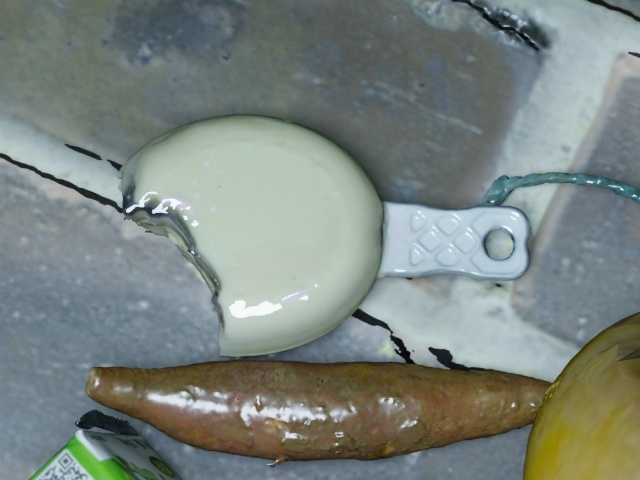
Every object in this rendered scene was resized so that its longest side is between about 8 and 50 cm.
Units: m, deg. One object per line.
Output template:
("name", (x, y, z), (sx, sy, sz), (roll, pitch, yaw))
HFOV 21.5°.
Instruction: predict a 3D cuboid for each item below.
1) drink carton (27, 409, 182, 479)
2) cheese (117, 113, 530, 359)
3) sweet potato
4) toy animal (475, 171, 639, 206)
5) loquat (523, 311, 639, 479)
("drink carton", (-0.074, 0.229, 0.963), (0.271, 0.161, 0.108), (44, 90, 11))
("cheese", (0.002, -0.020, 1.093), (0.249, 0.071, 0.163), (-17, 74, -5))
("sweet potato", (0.011, 0.110, 1.058), (0.314, 0.066, 0.072), (3, 72, -1))
("toy animal", (0.226, 0.006, 1.091), (0.253, 0.070, 0.079), (31, 60, 12))
("loquat", (0.230, 0.144, 0.964), (0.235, 0.235, 0.235), (0, 73, 0))
